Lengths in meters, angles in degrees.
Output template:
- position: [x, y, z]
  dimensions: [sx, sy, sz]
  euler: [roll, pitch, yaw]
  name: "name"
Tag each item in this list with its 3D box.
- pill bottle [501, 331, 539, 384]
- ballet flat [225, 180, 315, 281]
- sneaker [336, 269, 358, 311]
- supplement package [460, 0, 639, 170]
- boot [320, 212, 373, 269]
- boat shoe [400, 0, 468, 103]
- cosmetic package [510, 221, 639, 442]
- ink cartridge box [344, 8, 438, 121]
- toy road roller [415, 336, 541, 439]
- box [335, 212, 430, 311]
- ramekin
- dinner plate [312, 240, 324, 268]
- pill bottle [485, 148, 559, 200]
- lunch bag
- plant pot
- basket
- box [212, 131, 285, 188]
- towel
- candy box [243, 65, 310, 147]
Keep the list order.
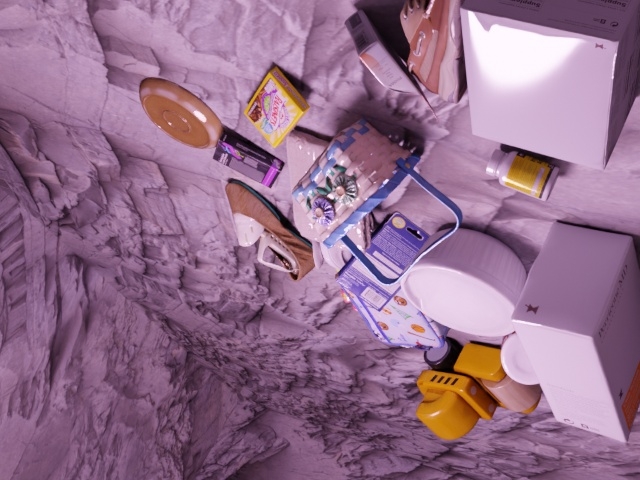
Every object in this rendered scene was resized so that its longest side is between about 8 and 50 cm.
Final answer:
- position: [0.469, 0.238, 1.925]
  dimensions: [0.121, 0.121, 0.216]
  euler: [27, -167, 9]
  name: "pill bottle"
- position: [-0.143, -0.008, 2.259]
  dimensions: [0.116, 0.124, 0.342]
  euler: [0, 142, 51]
  name: "ballet flat"
- position: [0.085, 0.116, 2.279]
  dimensions: [0.081, 0.094, 0.208]
  euler: [9, 149, 42]
  name: "sneaker"
- position: [0.317, -0.249, 1.161]
  dimensions: [0.204, 0.145, 0.262]
  euler: [20, 155, 24]
  name: "supplement package"
- position: [0.068, -0.009, 2.026]
  dimensions: [0.123, 0.095, 0.258]
  euler: [17, 149, 29]
  name: "boot"
- position: [0.170, -0.320, 1.232]
  dimensions: [0.116, 0.123, 0.324]
  euler: [26, 156, 16]
  name: "boat shoe"
- position: [0.540, 0.193, 1.707]
  dimensions: [0.161, 0.230, 0.453]
  euler: [13, 153, 35]
  name: "cosmetic package"
- position: [0.113, -0.274, 1.383]
  dimensions: [0.179, 0.045, 0.145]
  euler: [48, -164, -32]
  name: "ink cartridge box"
- position: [0.408, 0.424, 2.332]
  dimensions: [0.329, 0.241, 0.202]
  euler: [1, 144, 50]
  name: "toy road roller"
- position: [0.155, 0.046, 1.979]
  dimensions: [0.136, 0.036, 0.225]
  euler: [36, 112, -13]
  name: "box"
- position: [0.319, 0.085, 1.858]
  dimensions: [0.272, 0.127, 0.273]
  euler: [21, 153, 11]
  name: "ramekin"
- position: [0.000, 0.000, 2.098]
  dimensions: [0.017, 0.141, 0.141]
  euler: [-2, 149, 11]
  name: "dinner plate"
- position: [0.352, -0.118, 1.496]
  dimensions: [0.116, 0.065, 0.065]
  euler: [23, 157, 16]
  name: "pill bottle"
- position: [0.191, 0.161, 2.183]
  dimensions: [0.243, 0.115, 0.303]
  euler: [2, 138, 37]
  name: "lunch bag"
- position: [-0.334, -0.290, 2.025]
  dimensions: [0.236, 0.032, 0.236]
  euler: [26, 158, 12]
  name: "plant pot"
- position: [0.103, -0.067, 1.674]
  dimensions: [0.289, 0.201, 0.255]
  euler: [40, 130, -2]
  name: "basket"
- position: [-0.172, -0.189, 2.024]
  dimensions: [0.162, 0.029, 0.116]
  euler: [26, 158, -7]
  name: "box"
- position: [0.022, -0.103, 1.869]
  dimensions: [0.187, 0.049, 0.282]
  euler: [18, 134, 24]
  name: "towel"
- position: [-0.092, -0.267, 1.747]
  dimensions: [0.105, 0.027, 0.206]
  euler: [47, 156, -2]
  name: "candy box"
